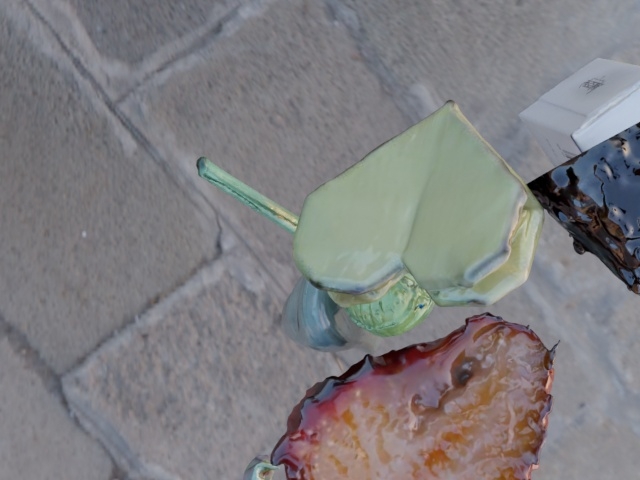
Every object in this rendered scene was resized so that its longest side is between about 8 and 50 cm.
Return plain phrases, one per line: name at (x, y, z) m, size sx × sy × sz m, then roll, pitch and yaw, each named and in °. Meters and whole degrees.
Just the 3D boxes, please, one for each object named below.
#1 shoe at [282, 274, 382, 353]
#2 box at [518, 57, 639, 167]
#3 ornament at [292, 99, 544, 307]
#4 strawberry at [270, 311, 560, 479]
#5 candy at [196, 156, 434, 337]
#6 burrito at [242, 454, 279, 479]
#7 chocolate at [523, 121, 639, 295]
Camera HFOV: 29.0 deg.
shoe at (0.007, 0.069, 1.300) m, size 0.100 × 0.251 × 0.103 m, roll 6°, pitch 81°, yaw 19°
box at (0.321, -0.040, 1.192) m, size 0.111 × 0.194 × 0.260 m, roll -38°, pitch 103°, yaw 3°
ornament at (0.083, -0.034, 0.965) m, size 0.059 × 0.201 × 0.180 m, roll 42°, pitch 57°, yaw -42°
strawberry at (0.092, 0.209, 1.232) m, size 0.253 × 0.150 × 0.280 m, roll 14°, pitch 71°, yaw 13°
candy at (0.000, 0.000, 1.087) m, size 0.093 × 0.092 × 0.335 m, roll -52°, pitch 138°, yaw 3°
burrito at (-0.046, 0.388, 1.543) m, size 0.089 × 0.229 × 0.144 m, roll -26°, pitch 143°, yaw 6°
chocolate at (0.243, -0.018, 0.937) m, size 0.156 × 0.156 × 0.133 m, roll -26°, pitch 86°, yaw -2°
